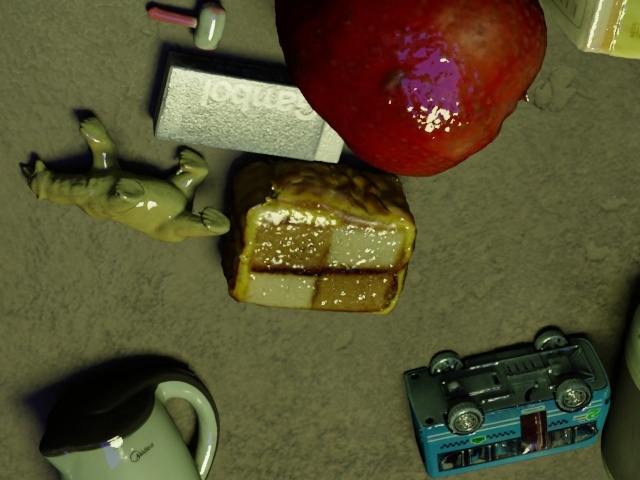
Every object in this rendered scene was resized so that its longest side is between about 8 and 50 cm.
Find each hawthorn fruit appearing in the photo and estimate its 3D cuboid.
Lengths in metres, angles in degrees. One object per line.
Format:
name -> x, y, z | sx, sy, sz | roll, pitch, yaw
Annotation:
hawthorn fruit -> 0.078, -0.220, 1.558 | 0.307, 0.265, 0.265 | 44, 105, -8

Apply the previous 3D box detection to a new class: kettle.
kettle -> -0.212, 0.267, 1.848 | 0.221, 0.161, 0.236 | -35, 124, -24

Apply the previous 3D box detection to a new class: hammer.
hammer -> -0.143, -0.233, 1.621 | 0.083, 0.031, 0.053 | 11, 114, -12

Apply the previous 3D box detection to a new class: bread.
bread -> 0.000, 0.000, 1.748 | 0.222, 0.096, 0.181 | 6, 128, -17

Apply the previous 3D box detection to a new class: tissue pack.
tissue pack -> 0.325, -0.324, 1.594 | 0.125, 0.159, 0.234 | 3, 120, -14

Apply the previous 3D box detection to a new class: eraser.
eraser -> -0.074, -0.145, 1.679 | 0.212, 0.046, 0.092 | 8, 120, -18

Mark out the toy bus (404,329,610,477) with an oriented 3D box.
toy bus -> 0.237, 0.211, 1.927 | 0.246, 0.113, 0.134 | -11, 127, -4

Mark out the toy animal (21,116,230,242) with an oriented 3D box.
toy animal -> -0.215, -0.052, 1.688 | 0.218, 0.103, 0.101 | 17, 139, -27

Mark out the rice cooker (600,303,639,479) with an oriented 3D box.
rice cooker -> 0.496, 0.198, 1.878 | 0.288, 0.288, 0.277 | -3, 127, -11
